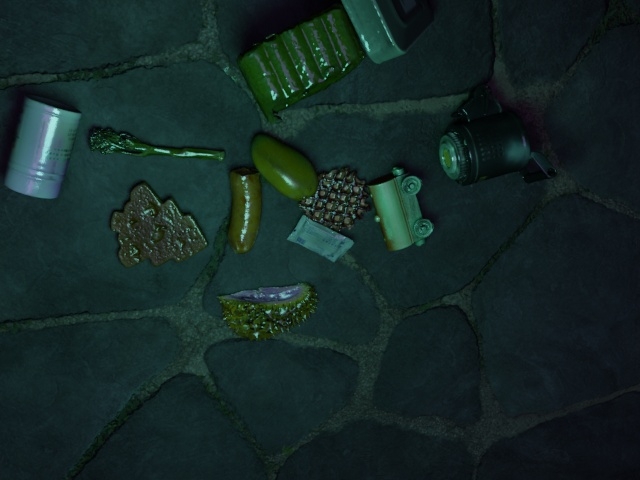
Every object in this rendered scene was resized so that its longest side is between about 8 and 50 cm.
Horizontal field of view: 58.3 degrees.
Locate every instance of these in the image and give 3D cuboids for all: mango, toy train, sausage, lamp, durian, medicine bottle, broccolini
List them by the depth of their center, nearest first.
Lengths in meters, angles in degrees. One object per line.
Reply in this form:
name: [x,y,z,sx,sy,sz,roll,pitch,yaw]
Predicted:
medicine bottle: [-0.771,-0.258,1.592,0.152,0.152,0.254,18,101,-17]
broccolini: [-0.476,-0.277,1.693,0.392,0.074,0.079,2,113,-12]
mango: [-0.112,-0.228,1.755,0.251,0.114,0.156,43,52,-12]
sausage: [-0.238,-0.091,1.792,0.108,0.109,0.271,3,105,-14]
lamp: [0.526,-0.285,1.850,0.272,0.205,0.374,-35,94,-6]
toy train: [0.259,-0.099,1.895,0.177,0.116,0.285,-21,110,-5]
durian: [-0.164,0.251,1.905,0.341,0.112,0.191,-6,105,-13]

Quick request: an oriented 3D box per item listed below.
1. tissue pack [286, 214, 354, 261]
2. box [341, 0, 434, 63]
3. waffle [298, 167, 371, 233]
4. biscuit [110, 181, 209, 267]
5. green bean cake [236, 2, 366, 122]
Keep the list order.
tissue pack: [0.000,0.000,1.881,0.193,0.026,0.122,26,129,-13]
box: [0.162,-0.723,1.567,0.111,0.396,0.396,-14,117,36]
waffle: [0.049,-0.126,1.873,0.234,0.055,0.221,-33,112,3]
biscuit: [-0.495,-0.022,1.773,0.301,0.043,0.278,19,103,-10]
green bean cake: [-0.052,-0.486,1.591,0.319,0.335,0.218,-28,109,2]
